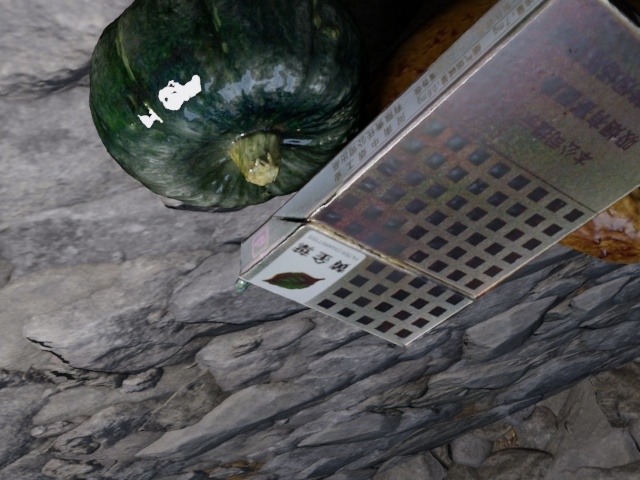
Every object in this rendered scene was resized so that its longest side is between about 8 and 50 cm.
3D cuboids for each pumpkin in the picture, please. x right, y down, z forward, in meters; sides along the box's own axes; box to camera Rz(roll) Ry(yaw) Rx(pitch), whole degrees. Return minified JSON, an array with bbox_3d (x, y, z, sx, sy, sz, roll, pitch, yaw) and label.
[{"bbox_3d":[-0.061,-0.106,0.625,0.211,0.152,0.211,-10,166,-2],"label":"pumpkin"}]

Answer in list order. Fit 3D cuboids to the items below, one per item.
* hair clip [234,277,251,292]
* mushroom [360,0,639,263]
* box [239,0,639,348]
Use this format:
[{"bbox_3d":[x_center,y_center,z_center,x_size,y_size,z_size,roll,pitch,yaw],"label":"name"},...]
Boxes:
[{"bbox_3d":[-0.001,-0.002,0.994,0.229,0.036,0.066,-26,158,-2],"label":"hair clip"},{"bbox_3d":[0.169,-0.100,0.756,0.345,0.239,0.345,-13,130,-16],"label":"mushroom"},{"bbox_3d":[0.107,-0.040,0.618,0.180,0.047,0.325,26,129,-32],"label":"box"}]
